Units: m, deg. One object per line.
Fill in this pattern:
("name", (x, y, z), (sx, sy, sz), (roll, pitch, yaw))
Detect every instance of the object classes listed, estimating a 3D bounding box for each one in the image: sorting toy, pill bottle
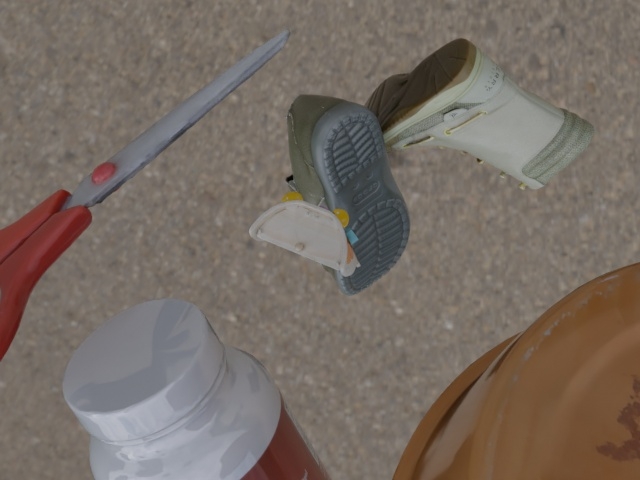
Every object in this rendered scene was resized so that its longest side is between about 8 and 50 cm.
("sorting toy", (0.000, 0.000, 0.913), (0.083, 0.045, 0.075), (22, 171, 23))
("pill bottle", (-0.065, 0.143, 0.724), (0.121, 0.121, 0.216), (-14, 127, 19))

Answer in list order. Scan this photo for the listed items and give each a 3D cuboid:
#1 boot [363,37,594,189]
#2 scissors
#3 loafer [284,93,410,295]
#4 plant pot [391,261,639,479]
("boot", (0.137, -0.101, 1.125), (0.165, 0.077, 0.213), (26, 155, -22))
("scissors", (-0.141, -0.028, 0.676), (0.109, 0.297, 0.021), (19, 153, 48))
("loafer", (0.022, -0.048, 1.137), (0.094, 0.087, 0.251), (-32, 140, -20))
("plant pot", (0.164, 0.138, 0.519), (0.290, 0.291, 0.203), (3, 154, 7))
